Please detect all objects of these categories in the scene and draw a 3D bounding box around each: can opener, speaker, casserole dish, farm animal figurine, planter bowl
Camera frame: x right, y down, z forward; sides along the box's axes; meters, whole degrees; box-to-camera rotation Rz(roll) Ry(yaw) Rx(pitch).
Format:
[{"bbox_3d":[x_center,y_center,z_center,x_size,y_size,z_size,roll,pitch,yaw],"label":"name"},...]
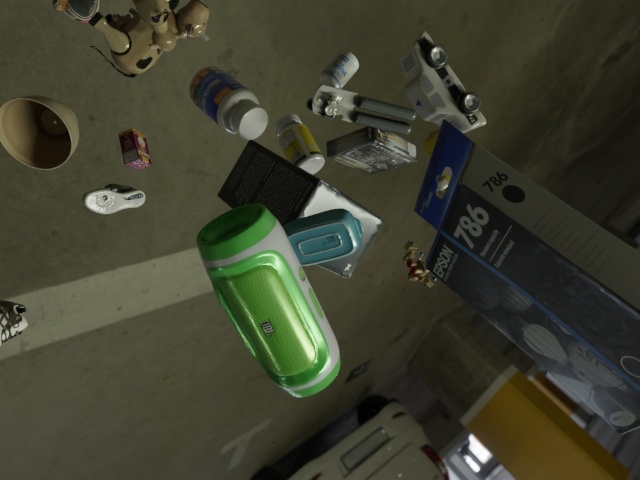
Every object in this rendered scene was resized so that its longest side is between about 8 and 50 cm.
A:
[{"bbox_3d":[0.107,-0.337,1.214,0.280,0.093,0.074,10,117,-14],"label":"can opener"},{"bbox_3d":[-0.071,0.096,0.726,0.131,0.131,0.296,-34,117,-20],"label":"speaker"},{"bbox_3d":[0.000,0.000,1.024,0.188,0.037,0.114,-15,119,13],"label":"casserole dish"},{"bbox_3d":[-0.327,-0.458,0.983,0.326,0.172,0.330,-31,-158,25],"label":"farm animal figurine"},{"bbox_3d":[-0.623,-0.257,1.081,0.162,0.109,0.162,1,122,1],"label":"planter bowl"}]

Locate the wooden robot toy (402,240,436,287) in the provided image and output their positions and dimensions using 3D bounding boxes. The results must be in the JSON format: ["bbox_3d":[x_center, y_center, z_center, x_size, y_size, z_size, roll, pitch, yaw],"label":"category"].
[{"bbox_3d":[0.283,0.090,1.460,0.076,0.173,0.079,1,142,-32],"label":"wooden robot toy"}]

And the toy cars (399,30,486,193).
[{"bbox_3d":[0.228,-0.191,0.894,0.087,0.176,0.394,-38,138,-5],"label":"toy cars"}]

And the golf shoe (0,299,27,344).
[{"bbox_3d":[-0.745,0.206,1.117,0.094,0.198,0.077,7,122,-28],"label":"golf shoe"}]

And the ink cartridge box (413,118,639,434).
[{"bbox_3d":[0.215,0.034,0.488,0.065,0.332,0.165,-35,153,-22],"label":"ink cartridge box"}]

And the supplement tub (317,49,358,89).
[{"bbox_3d":[0.049,-0.463,1.314,0.107,0.071,0.071,-53,154,-15],"label":"supplement tub"}]

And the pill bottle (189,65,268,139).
[{"bbox_3d":[-0.294,-0.441,1.543,0.152,0.272,0.152,-33,147,-25],"label":"pill bottle"}]

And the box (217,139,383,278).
[{"bbox_3d":[-0.069,-0.098,1.419,0.293,0.395,0.212,27,97,-45],"label":"box"}]

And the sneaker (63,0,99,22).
[{"bbox_3d":[-0.595,-0.678,1.132,0.121,0.112,0.299,-21,135,-31],"label":"sneaker"}]

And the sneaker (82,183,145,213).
[{"bbox_3d":[-0.702,-0.141,1.560,0.217,0.121,0.079,-11,116,-58],"label":"sneaker"}]

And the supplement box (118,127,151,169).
[{"bbox_3d":[-0.452,-0.221,1.159,0.043,0.083,0.055,-18,168,10],"label":"supplement box"}]

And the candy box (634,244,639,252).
[{"bbox_3d":[0.424,0.067,0.709,0.105,0.027,0.206,-36,158,-23],"label":"candy box"}]

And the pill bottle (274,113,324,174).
[{"bbox_3d":[-0.079,-0.341,1.702,0.119,0.208,0.119,-23,161,-8],"label":"pill bottle"}]

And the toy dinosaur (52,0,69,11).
[{"bbox_3d":[-0.434,-0.500,0.806,0.112,0.064,0.211,19,93,-61],"label":"toy dinosaur"}]

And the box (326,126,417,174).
[{"bbox_3d":[0.161,-0.274,1.464,0.183,0.056,0.231,-11,164,42],"label":"box"}]
